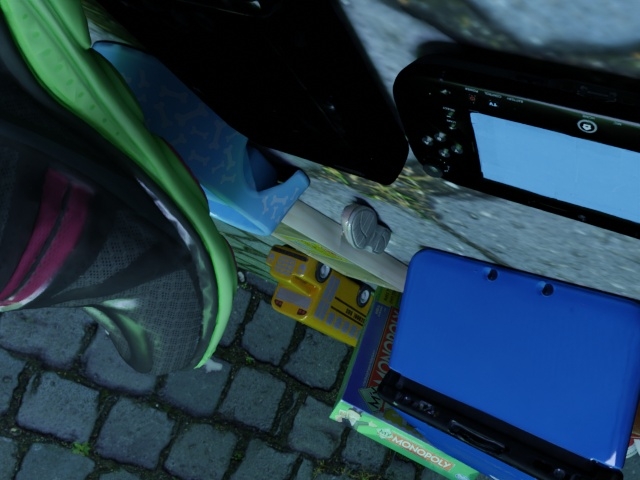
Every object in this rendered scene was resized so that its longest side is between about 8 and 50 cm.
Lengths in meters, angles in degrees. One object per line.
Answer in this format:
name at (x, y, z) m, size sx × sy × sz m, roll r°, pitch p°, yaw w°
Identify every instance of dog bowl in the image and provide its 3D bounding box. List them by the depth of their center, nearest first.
dog bowl at (-0.123, -0.083, 0.684) m, size 0.166 × 0.074 × 0.297 m, roll 21°, pitch 171°, yaw 24°

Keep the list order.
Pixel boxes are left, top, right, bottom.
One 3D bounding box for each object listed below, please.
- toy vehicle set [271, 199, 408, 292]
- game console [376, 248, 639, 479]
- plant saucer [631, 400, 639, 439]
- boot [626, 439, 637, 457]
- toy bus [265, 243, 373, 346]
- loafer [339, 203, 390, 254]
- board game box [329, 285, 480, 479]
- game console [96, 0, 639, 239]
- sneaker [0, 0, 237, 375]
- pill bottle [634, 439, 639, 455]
toy vehicle set at (0.000, 0.000, 1.003) m, size 0.267 × 0.035 × 0.166 m, roll 30°, pitch 170°, yaw -35°
game console at (0.226, 0.169, 0.767) m, size 0.293 × 0.173 × 0.250 m, roll 17°, pitch 157°, yaw 48°
plant saucer at (0.293, 0.214, 0.917) m, size 0.259 × 0.048 × 0.258 m, roll 20°, pitch 162°, yaw -17°
boot at (0.426, 0.232, 1.165) m, size 0.176 × 0.088 × 0.244 m, roll 59°, pitch 174°, yaw -28°
toy bus at (0.006, 0.119, 1.431) m, size 0.108 × 0.130 × 0.332 m, roll 19°, pitch 171°, yaw 35°
loafer at (0.042, -0.014, 0.768) m, size 0.039 × 0.045 × 0.125 m, roll 28°, pitch 177°, yaw 26°
board game box at (0.155, 0.197, 1.057) m, size 0.213 × 0.046 × 0.317 m, roll 27°, pitch -146°, yaw 0°
game console at (0.058, -0.067, 0.356) m, size 0.361 × 0.044 × 0.213 m, roll 20°, pitch 171°, yaw 26°
sneaker at (-0.200, -0.038, 0.406) m, size 0.185 × 0.202 × 0.483 m, roll 40°, pitch 165°, yaw 34°
pill bottle at (0.551, 0.306, 1.050) m, size 0.124 × 0.124 × 0.221 m, roll 18°, pitch 169°, yaw 41°
